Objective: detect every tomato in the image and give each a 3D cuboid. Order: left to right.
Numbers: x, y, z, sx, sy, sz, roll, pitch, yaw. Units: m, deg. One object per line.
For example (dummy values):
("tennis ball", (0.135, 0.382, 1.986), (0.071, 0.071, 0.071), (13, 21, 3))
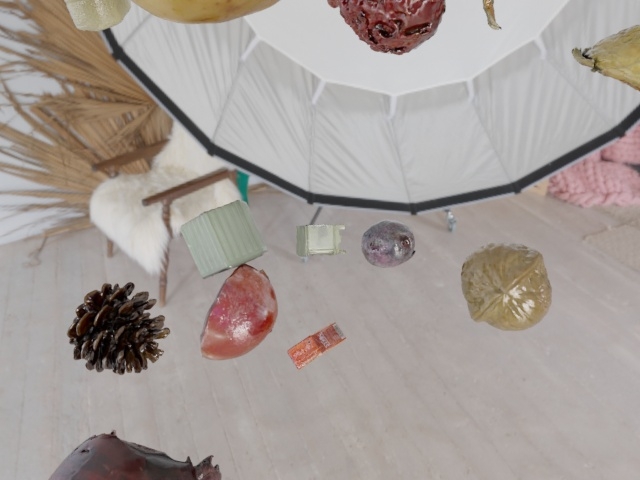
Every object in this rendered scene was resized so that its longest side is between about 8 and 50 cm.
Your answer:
("tomato", (-0.223, 0.238, 1.507), (0.170, 0.309, 0.309), (17, 36, 10))

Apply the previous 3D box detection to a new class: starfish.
("starfish", (0.296, -0.457, 0.849), (0.050, 0.138, 0.247), (6, 50, 36))

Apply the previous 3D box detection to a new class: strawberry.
("strawberry", (0.106, -0.450, 0.851), (0.220, 0.274, 0.274), (-1, 32, 14))

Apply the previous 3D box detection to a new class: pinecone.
("pinecone", (-0.419, 0.193, 1.062), (0.208, 0.207, 0.208), (-1, 33, 1))

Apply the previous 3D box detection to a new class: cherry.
("cherry", (0.246, 0.011, 1.788), (0.195, 0.195, 0.195), (-1, 33, 1))

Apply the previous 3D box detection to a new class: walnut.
("walnut", (0.440, 0.109, 1.186), (0.228, 0.228, 0.228), (-1, 33, 1))

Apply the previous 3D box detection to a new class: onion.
("onion", (-0.346, 0.504, 0.875), (0.341, 0.341, 0.341), (-1, 33, 1))

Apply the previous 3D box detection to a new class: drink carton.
("drink carton", (-0.008, 0.319, 1.527), (0.071, 0.096, 0.223), (56, 17, 11))

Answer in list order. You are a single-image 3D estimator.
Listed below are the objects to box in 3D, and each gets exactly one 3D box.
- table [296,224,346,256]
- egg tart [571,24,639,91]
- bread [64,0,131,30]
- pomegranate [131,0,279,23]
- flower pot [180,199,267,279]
("table", (0.000, 0.000, 1.003), (0.083, 0.062, 0.079), (-2, 1, -16))
("egg tart", (0.472, -0.241, 0.684), (0.252, 0.098, 0.232), (5, 31, -24))
("bread", (-0.539, -0.596, 1.194), (0.134, 0.141, 0.148), (14, 52, 17))
("pomegranate", (-0.200, -0.509, 0.709), (0.410, 0.410, 0.410), (-1, 33, 1))
("flower pot", (-0.301, -0.003, 1.575), (0.239, 0.189, 0.209), (-22, 2, 33))
